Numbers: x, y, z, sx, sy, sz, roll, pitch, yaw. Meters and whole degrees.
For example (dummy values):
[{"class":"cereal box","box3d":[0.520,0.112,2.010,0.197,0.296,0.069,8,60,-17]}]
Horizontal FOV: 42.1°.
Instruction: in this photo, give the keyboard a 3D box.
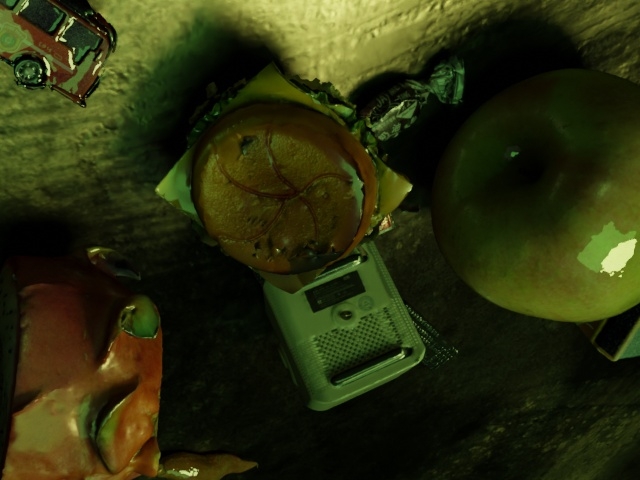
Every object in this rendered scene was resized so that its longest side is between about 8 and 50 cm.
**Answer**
[{"class":"keyboard","box3d":[0.163,0.160,1.356,0.061,0.013,0.204,-38,137,9]}]

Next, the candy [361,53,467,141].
[{"class":"candy","box3d":[0.076,-0.149,1.002,0.226,0.051,0.094,-28,147,0]}]

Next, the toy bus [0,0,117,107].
[{"class":"toy bus","box3d":[-0.289,-0.209,0.731,0.235,0.073,0.096,29,105,-42]}]

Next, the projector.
[{"class":"projector","box3d":[0.023,0.114,1.073,0.163,0.177,0.242,-23,167,-6]}]

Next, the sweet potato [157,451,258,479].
[{"class":"sweet potato","box3d":[-0.180,0.365,1.334,0.195,0.056,0.056,6,126,-38]}]

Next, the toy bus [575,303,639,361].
[{"class":"toy bus","box3d":[0.565,0.076,1.366,0.324,0.194,0.161,-3,129,-26]}]

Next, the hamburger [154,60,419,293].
[{"class":"hamburger","box3d":[-0.031,-0.070,0.904,0.243,0.138,0.262,-38,106,27]}]

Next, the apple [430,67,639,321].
[{"class":"apple","box3d":[0.306,-0.048,1.032,0.319,0.319,0.277,-43,139,13]}]

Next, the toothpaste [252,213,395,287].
[{"class":"toothpaste","box3d":[0.000,0.000,1.101,0.196,0.047,0.040,-24,122,-7]}]

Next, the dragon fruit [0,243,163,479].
[{"class":"dragon fruit","box3d":[-0.260,0.149,0.910,0.189,0.290,0.290,1,128,-25]}]
